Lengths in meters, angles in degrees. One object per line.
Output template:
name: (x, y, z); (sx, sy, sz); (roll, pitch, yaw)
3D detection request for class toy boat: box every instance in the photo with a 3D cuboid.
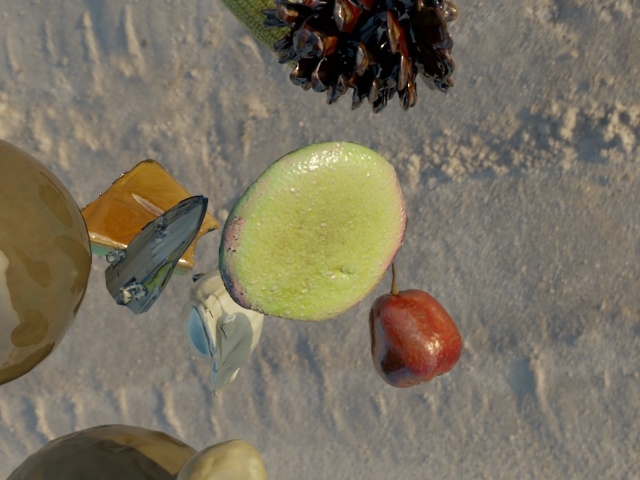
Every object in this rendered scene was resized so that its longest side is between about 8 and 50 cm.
toy boat: (-0.194, 0.010, 1.067); (0.210, 0.066, 0.084); (-41, 63, 35)

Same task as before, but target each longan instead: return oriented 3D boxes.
longan: (-0.419, 0.032, 1.035); (0.319, 0.319, 0.319); (14, 124, 21)
longan: (-0.331, 0.488, 1.385); (0.404, 0.404, 0.436); (25, 153, 14)

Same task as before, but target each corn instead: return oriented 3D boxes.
corn: (-0.081, -0.384, 1.535); (0.093, 0.093, 0.244); (-24, 133, 37)

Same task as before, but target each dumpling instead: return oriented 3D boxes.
dumpling: (-0.204, 0.195, 1.886); (0.341, 0.181, 0.260); (-160, 66, -68)

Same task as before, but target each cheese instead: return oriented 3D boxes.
cheese: (-0.108, 0.353, 1.063); (0.235, 0.117, 0.218); (129, 129, -71)

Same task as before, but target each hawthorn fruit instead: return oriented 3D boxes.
hawthorn fruit: (0.139, 0.135, 1.457); (0.162, 0.162, 0.203); (-28, 80, 38)

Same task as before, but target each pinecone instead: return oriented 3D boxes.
pinecone: (0.060, -0.323, 1.327); (0.296, 0.242, 0.298); (6, 141, 11)

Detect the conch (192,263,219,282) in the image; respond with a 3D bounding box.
conch: (-0.214, 0.103, 2.183); (0.114, 0.234, 0.137); (-3, 109, 56)

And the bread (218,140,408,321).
bread: (0.000, 0.000, 0.969); (0.033, 0.228, 0.228); (46, 144, 49)

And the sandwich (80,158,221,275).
sandwich: (-0.316, -0.013, 1.594); (0.212, 0.245, 0.063); (44, 143, -1)
